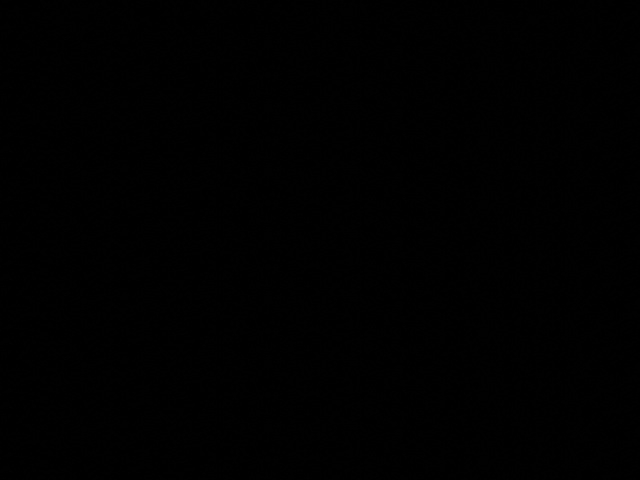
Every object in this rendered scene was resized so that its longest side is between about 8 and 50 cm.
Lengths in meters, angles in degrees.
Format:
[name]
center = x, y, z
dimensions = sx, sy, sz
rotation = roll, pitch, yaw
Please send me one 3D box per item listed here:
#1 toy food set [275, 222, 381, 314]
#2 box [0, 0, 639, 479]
[toy food set]
center = 0.000, 0.000, 0.563
dimensions = 0.192, 0.038, 0.132
rotation = 45, 13, 5
[box]
center = -0.061, -0.093, 0.201
dimensions = 0.480, 0.297, 0.472
rotation = 45, 19, -13
